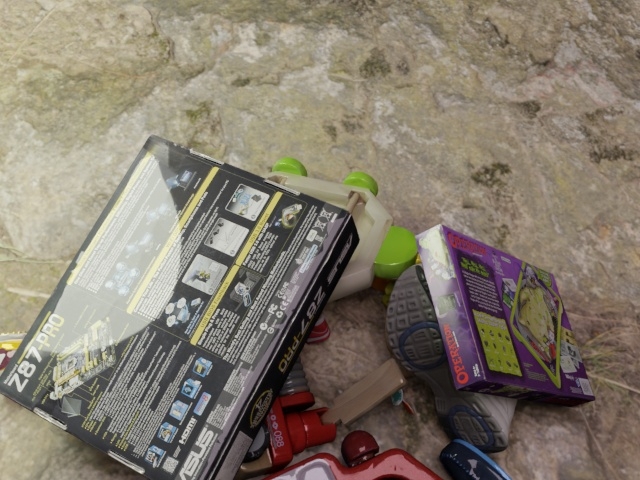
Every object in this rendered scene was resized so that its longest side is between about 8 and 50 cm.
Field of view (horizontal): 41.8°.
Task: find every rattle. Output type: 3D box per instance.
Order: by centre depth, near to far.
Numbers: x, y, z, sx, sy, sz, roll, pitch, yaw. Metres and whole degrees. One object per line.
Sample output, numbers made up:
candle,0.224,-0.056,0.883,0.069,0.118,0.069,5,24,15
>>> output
rattle,0.086,0.139,1.225,0.142,0.130,0.200,10,91,13

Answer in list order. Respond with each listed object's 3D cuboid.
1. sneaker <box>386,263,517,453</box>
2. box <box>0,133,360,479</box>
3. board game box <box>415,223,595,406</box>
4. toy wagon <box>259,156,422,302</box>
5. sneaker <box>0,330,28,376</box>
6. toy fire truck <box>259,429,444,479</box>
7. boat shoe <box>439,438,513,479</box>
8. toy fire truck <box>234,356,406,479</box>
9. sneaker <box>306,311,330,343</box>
sneaker,0.186,0.151,1.160,0.129,0.111,0.297,-49,121,-44
box,-0.177,0.089,1.067,0.318,0.097,0.395,22,73,19
board game box,0.260,0.113,1.142,0.346,0.056,0.208,19,55,-49
toy wagon,0.000,0.000,1.215,0.344,0.068,0.267,13,46,17
sneaker,-0.360,0.168,1.160,0.185,0.069,0.084,-4,74,-2
toy fire truck,0.043,0.377,1.041,0.302,0.169,0.254,-23,67,-13
boat shoe,0.243,0.381,1.104,0.089,0.109,0.258,-37,72,-18
toy fire truck,-0.033,0.191,1.149,0.246,0.158,0.217,-6,64,-23
sneaker,-0.034,0.112,1.240,0.118,0.067,0.042,27,62,40
